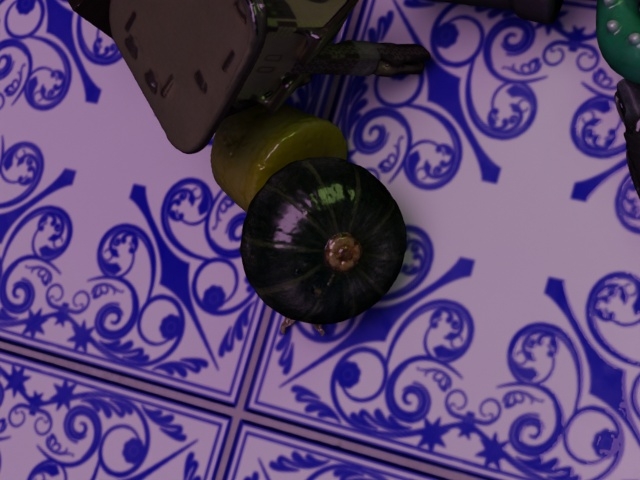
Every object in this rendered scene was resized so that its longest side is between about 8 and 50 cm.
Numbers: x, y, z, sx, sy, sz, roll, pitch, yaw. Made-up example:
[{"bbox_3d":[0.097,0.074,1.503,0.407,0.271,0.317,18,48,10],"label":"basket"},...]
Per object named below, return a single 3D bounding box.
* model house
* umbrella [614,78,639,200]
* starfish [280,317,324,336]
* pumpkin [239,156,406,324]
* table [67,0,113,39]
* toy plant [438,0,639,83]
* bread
[{"bbox_3d":[-0.037,-0.222,1.835,0.218,0.279,0.205,59,135,27],"label":"model house"},{"bbox_3d":[0.330,-0.050,1.706,0.066,0.059,0.235,-16,66,0],"label":"umbrella"},{"bbox_3d":[-0.018,0.056,1.875,0.086,0.016,0.092,25,94,28],"label":"starfish"},{"bbox_3d":[0.001,0.000,1.801,0.167,0.167,0.125,-55,36,4],"label":"pumpkin"},{"bbox_3d":[-0.167,-0.310,1.941,0.193,0.169,0.172,-40,51,12],"label":"table"},{"bbox_3d":[0.246,-0.288,1.740,0.400,0.185,0.279,4,65,11],"label":"toy plant"},{"bbox_3d":[-0.048,-0.083,1.880,0.114,0.111,0.129,33,89,37],"label":"bread"}]
